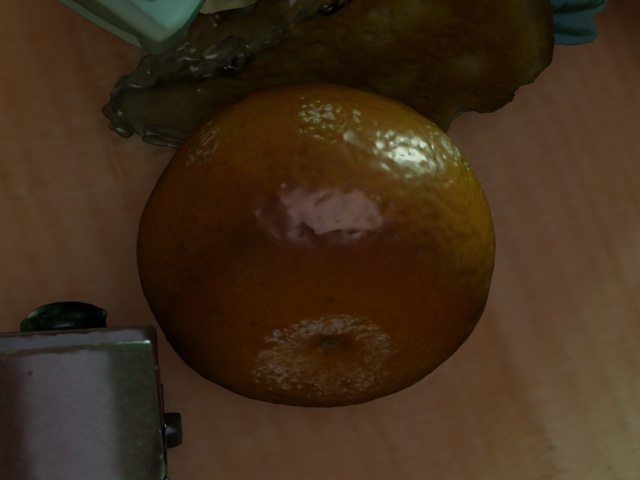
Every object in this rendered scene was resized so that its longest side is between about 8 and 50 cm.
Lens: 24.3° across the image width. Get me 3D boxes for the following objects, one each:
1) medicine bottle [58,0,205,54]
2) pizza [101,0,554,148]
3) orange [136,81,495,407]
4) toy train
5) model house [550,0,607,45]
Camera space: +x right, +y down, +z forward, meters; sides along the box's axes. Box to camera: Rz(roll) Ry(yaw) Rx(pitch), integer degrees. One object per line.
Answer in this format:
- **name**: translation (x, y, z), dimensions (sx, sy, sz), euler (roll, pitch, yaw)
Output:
- **medicine bottle**: translation (-0.071, -0.222, 0.782), dimensions (0.121, 0.083, 0.229), euler (32, 83, -4)
- **pizza**: translation (0.006, -0.118, 0.948), dimensions (0.297, 0.189, 0.071), euler (-25, 50, 16)
- **orange**: translation (0.000, 0.000, 0.900), dimensions (0.224, 0.224, 0.170), euler (0, 56, -9)
- **toy train**: translation (-0.143, 0.186, 0.863), dimensions (0.150, 0.221, 0.304), euler (-4, 87, -9)
- **model house**: translation (0.211, -0.281, 1.001), dimensions (0.323, 0.340, 0.300), euler (61, 38, -25)
